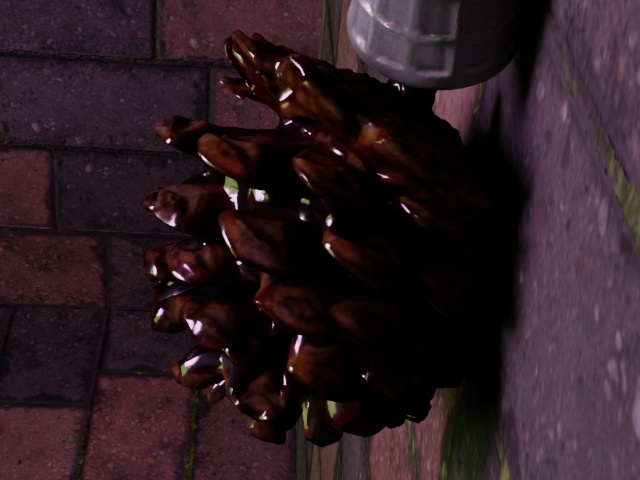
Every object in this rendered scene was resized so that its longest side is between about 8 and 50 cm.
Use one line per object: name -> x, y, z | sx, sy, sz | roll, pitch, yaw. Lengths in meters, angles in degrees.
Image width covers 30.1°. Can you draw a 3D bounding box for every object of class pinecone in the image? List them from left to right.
pinecone -> -0.006, 0.003, 0.843 | 0.298, 0.242, 0.296 | -113, 28, -70

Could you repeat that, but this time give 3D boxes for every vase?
vase -> 0.079, -0.229, 0.657 | 0.299, 0.143, 0.143 | 93, 177, -48
